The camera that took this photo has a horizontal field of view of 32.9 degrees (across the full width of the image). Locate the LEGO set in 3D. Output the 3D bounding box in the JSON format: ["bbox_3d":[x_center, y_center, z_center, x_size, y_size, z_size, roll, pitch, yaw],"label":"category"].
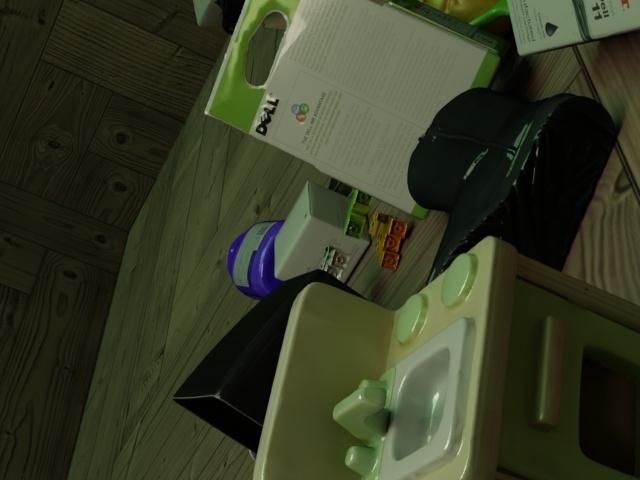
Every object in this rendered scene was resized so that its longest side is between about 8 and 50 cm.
[{"bbox_3d":[0.062,-0.039,1.244,0.093,0.087,0.227,-146,73,-77],"label":"LEGO set"}]

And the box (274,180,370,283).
[{"bbox_3d":[0.000,0.000,1.376,0.101,0.087,0.102,-59,18,26],"label":"box"}]

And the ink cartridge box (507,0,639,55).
[{"bbox_3d":[0.221,-0.235,0.848,0.208,0.087,0.153,-170,65,-74],"label":"ink cartridge box"}]

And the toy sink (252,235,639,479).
[{"bbox_3d":[0.102,0.102,0.623,0.131,0.234,0.153,-47,24,52],"label":"toy sink"}]

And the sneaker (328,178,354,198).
[{"bbox_3d":[0.021,-0.153,1.463,0.083,0.118,0.222,-21,48,69],"label":"sneaker"}]

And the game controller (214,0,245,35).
[{"bbox_3d":[-0.084,-0.351,1.330,0.319,0.067,0.166,-165,96,-83],"label":"game controller"}]

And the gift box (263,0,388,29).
[{"bbox_3d":[0.060,-0.391,1.440,0.255,0.258,0.276,-93,10,-53],"label":"gift box"}]

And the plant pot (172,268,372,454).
[{"bbox_3d":[-0.008,0.136,1.077,0.167,0.188,0.187,-58,12,-18],"label":"plant pot"}]

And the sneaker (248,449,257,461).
[{"bbox_3d":[-0.032,0.195,1.256,0.170,0.068,0.071,-62,22,15],"label":"sneaker"}]

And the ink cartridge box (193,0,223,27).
[{"bbox_3d":[-0.055,-0.480,1.753,0.395,0.285,0.166,180,79,-78],"label":"ink cartridge box"}]

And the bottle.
[{"bbox_3d":[-0.077,0.031,1.580,0.118,0.092,0.283,-68,15,-7],"label":"bottle"}]

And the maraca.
[{"bbox_3d":[0.173,-0.259,1.156,0.186,0.099,0.127,-9,45,46],"label":"maraca"}]

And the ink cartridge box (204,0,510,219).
[{"bbox_3d":[0.038,-0.166,1.111,0.189,0.255,0.097,-66,-6,24],"label":"ink cartridge box"}]

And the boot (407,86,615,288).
[{"bbox_3d":[0.133,-0.023,0.946,0.246,0.094,0.207,-61,19,-3],"label":"boot"}]
